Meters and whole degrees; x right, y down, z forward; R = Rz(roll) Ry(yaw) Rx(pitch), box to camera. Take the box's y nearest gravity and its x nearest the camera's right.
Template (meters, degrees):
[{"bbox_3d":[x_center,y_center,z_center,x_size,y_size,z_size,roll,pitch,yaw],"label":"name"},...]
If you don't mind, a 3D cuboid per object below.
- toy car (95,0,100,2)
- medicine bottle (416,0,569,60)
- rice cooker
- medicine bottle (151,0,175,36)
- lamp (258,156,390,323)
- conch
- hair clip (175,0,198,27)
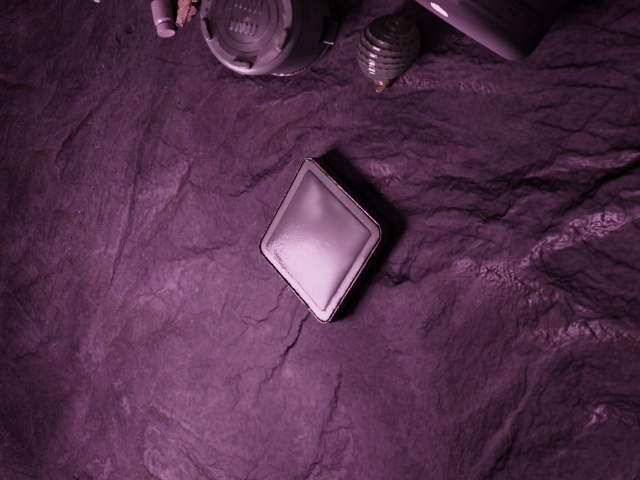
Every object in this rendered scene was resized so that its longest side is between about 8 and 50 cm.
[{"bbox_3d":[-0.611,-0.816,1.968,0.198,0.166,0.314,36,117,39],"label":"toy car"},{"bbox_3d":[0.297,-0.459,1.096,0.245,0.245,0.306,46,114,31],"label":"medicine bottle"},{"bbox_3d":[-0.103,-0.457,1.478,0.280,0.227,0.241,17,110,19],"label":"rice cooker"},{"bbox_3d":[-0.404,-0.574,1.863,0.052,0.052,0.089,-18,80,42],"label":"medicine bottle"},{"bbox_3d":[0.000,0.000,1.532,0.266,0.047,0.269,48,122,30],"label":"lamp"},{"bbox_3d":[0.118,-0.366,1.369,0.153,0.102,0.135,-44,50,36],"label":"conch"},{"bbox_3d":[-0.310,-0.627,1.779,0.062,0.056,0.214,37,126,17],"label":"hair clip"}]
